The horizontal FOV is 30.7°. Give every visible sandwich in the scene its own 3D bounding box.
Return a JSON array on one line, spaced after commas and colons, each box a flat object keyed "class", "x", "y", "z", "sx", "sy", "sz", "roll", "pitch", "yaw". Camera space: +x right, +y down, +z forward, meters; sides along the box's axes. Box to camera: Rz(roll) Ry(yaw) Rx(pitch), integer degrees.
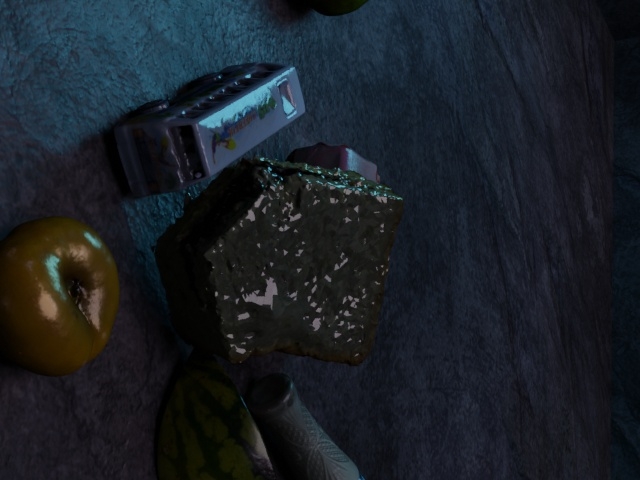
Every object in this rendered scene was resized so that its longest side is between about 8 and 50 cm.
[{"class": "sandwich", "x": -0.056, "y": 0.028, "z": 1.530, "sx": 0.325, "sy": 0.131, "sz": 0.262, "roll": 5, "pitch": 103, "yaw": -38}]

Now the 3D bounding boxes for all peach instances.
[{"class": "peach", "x": -0.289, "y": 0.062, "z": 1.254, "sx": 0.179, "sy": 0.103, "sz": 0.179, "roll": 14, "pitch": 74, "yaw": -63}]

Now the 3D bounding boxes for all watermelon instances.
[{"class": "watermelon", "x": -0.110, "y": 0.302, "z": 1.515, "sx": 0.159, "sy": 0.128, "sz": 0.303, "roll": -47, "pitch": 125, "yaw": -57}]

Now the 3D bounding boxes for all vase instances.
[{"class": "vase", "x": -0.030, "y": 0.293, "z": 1.720, "sx": 0.219, "sy": 0.096, "sz": 0.096, "roll": 60, "pitch": 35, "yaw": -32}]

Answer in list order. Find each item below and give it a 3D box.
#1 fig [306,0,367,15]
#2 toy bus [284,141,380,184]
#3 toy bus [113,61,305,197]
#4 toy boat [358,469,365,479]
[{"class": "fig", "x": 0.043, "y": -0.466, "z": 1.958, "sx": 0.233, "sy": 0.167, "sz": 0.167, "roll": -24, "pitch": 105, "yaw": -54}, {"class": "toy bus", "x": 0.000, "y": 0.000, "z": 1.791, "sx": 0.127, "sy": 0.147, "sz": 0.303, "roll": 37, "pitch": 51, "yaw": -48}, {"class": "toy bus", "x": -0.138, "y": -0.160, "z": 1.559, "sx": 0.329, "sy": 0.136, "sz": 0.109, "roll": -44, "pitch": 122, "yaw": -58}, {"class": "toy boat", "x": 0.060, "y": 0.489, "z": 1.809, "sx": 0.115, "sy": 0.114, "sz": 0.262, "roll": -4, "pitch": 84, "yaw": -50}]
